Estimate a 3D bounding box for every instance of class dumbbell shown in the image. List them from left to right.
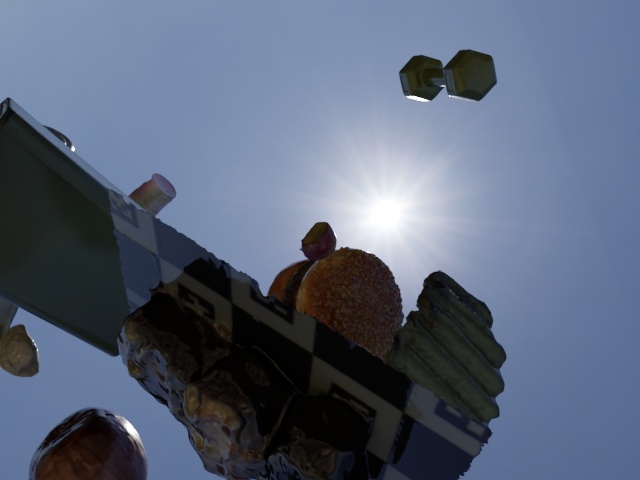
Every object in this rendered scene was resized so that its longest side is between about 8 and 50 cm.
[{"bbox_3d":[0.299,-0.394,1.568,0.108,0.121,0.302,-21,-163,-15],"label":"dumbbell"}]

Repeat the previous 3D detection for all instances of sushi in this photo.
[{"bbox_3d":[-0.078,0.164,0.575,0.373,0.296,0.100,31,-129,19],"label":"sushi"}]

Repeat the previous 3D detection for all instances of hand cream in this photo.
[{"bbox_3d":[-0.443,-0.024,1.415,0.312,0.111,0.070,-37,-108,15],"label":"hand cream"}]

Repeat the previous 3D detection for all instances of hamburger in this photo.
[{"bbox_3d":[0.043,0.186,1.621,0.250,0.330,0.330,-21,-132,47],"label":"hamburger"}]

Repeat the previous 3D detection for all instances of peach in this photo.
[{"bbox_3d":[0.000,0.000,1.198,0.050,0.083,0.077,0,-102,31],"label":"peach"}]

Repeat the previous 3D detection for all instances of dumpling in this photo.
[{"bbox_3d":[-0.464,0.174,0.998,0.059,0.077,0.043,-16,-158,-16],"label":"dumpling"}]

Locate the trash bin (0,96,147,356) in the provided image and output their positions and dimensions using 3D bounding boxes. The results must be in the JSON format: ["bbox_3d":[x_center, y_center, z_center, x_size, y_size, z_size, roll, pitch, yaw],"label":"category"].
[{"bbox_3d":[-0.381,-0.003,0.948,0.223,0.343,0.158,-49,-151,-2],"label":"trash bin"}]

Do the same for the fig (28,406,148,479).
[{"bbox_3d":[-0.319,0.353,0.961,0.175,0.207,0.175,-35,-159,16],"label":"fig"}]

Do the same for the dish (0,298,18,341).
[{"bbox_3d":[-0.732,0.093,1.317,0.303,0.120,0.303,-12,-116,26],"label":"dish"}]

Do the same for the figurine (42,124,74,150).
[{"bbox_3d":[-0.471,-0.089,1.138,0.133,0.236,0.176,-25,-172,-5],"label":"figurine"}]

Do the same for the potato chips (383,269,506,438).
[{"bbox_3d":[0.252,0.275,1.300,0.070,0.429,0.358,8,-120,46],"label":"potato chips"}]
